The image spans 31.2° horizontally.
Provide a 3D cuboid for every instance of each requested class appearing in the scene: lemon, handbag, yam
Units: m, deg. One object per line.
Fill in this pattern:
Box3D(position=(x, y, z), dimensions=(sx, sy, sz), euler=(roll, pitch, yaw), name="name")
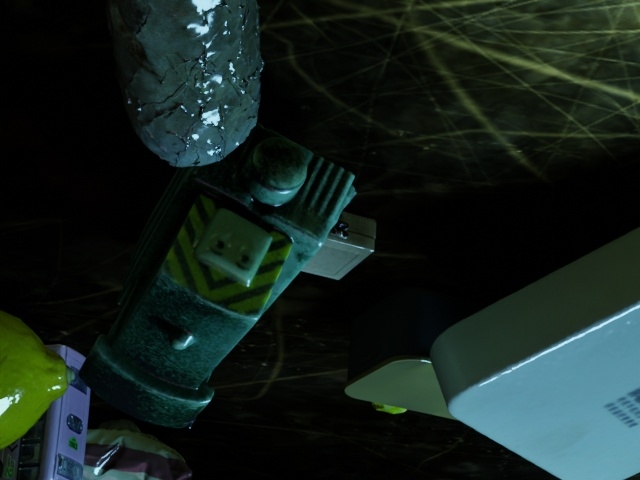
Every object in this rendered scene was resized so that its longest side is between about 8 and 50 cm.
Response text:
Box3D(position=(-0.399, 0.154, 1.260), dimensions=(0.248, 0.184, 0.184), euler=(3, 154, 2), name="lemon")
Box3D(position=(-0.290, 0.324, 1.660), dimensions=(0.213, 0.127, 0.235), euler=(7, 166, -4), name="handbag")
Box3D(position=(-0.084, -0.137, 0.713), dimensions=(0.107, 0.107, 0.183), euler=(4, 152, -2), name="yam")

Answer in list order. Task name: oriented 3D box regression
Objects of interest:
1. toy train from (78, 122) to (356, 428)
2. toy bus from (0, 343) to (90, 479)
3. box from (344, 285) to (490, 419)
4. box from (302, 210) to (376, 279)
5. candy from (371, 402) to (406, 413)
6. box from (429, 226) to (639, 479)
Box3D(position=(-0.095, 0.037, 0.960), dimensions=(0.138, 0.178, 0.330), euler=(28, 149, -8), name="toy train")
Box3D(position=(-0.337, 0.230, 1.384), dimensions=(0.108, 0.198, 0.096), euler=(-9, 152, 17), name="toy bus")
Box3D(position=(0.138, 0.125, 1.239), dimensions=(0.201, 0.090, 0.144), euler=(15, 152, -23), name="box")
Box3D(position=(0.000, 0.000, 1.061), dimensions=(0.079, 0.035, 0.083), euler=(15, 152, -21), name="box")
Box3D(position=(0.145, 0.163, 1.376), dimensions=(0.194, 0.062, 0.058), euler=(-19, 103, 23), name="candy")
Box3D(position=(0.335, 0.098, 1.086), dimensions=(0.373, 0.090, 0.367), euler=(-31, 143, 20), name="box")
